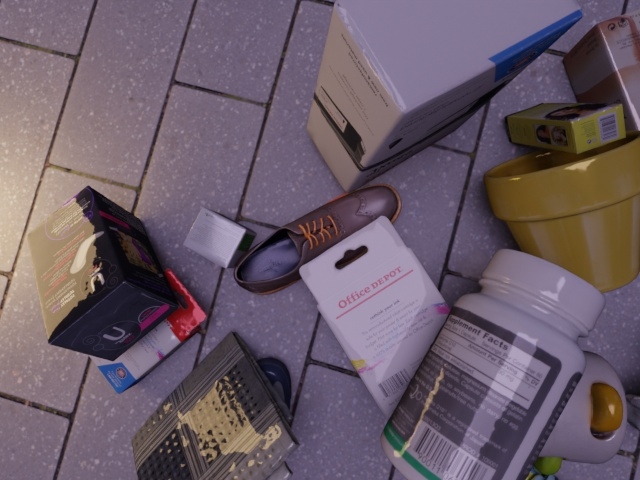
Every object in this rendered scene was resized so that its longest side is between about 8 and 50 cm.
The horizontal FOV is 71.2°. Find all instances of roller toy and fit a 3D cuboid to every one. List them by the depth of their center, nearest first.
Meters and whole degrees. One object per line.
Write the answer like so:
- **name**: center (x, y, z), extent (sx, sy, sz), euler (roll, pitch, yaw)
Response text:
- **roller toy**: center (0.430, 0.284, 0.789), extent (0.146, 0.191, 0.209), euler (6, 123, 3)

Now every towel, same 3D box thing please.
- **towel**: center (-0.201, 0.370, 0.812), extent (0.324, 0.056, 0.312), euler (-47, 40, 0)

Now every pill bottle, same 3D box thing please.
- **pill bottle**: center (0.263, 0.209, 0.684), extent (0.204, 0.204, 0.361), euler (31, 86, 5)

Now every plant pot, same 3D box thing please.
- **plant pot**: center (0.450, -0.041, 0.797), extent (0.254, 0.254, 0.239), euler (-19, 99, 2)

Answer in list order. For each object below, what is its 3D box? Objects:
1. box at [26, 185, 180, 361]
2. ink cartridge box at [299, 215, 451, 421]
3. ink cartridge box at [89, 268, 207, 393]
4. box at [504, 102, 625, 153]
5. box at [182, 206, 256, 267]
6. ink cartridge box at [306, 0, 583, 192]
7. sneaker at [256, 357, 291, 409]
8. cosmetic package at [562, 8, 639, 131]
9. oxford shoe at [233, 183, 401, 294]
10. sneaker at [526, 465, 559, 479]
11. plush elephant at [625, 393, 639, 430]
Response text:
- **box**: center (-0.406, 0.057, 0.828), extent (0.165, 0.143, 0.270), euler (-39, 55, 2)
- **ink cartridge box**: center (0.132, 0.153, 0.853), extent (0.207, 0.119, 0.353), euler (-32, 86, 0)
- **ink cartridge box**: center (-0.342, 0.176, 0.902), extent (0.231, 0.078, 0.134), euler (-40, 85, 0)
- **box**: center (0.426, -0.207, 0.802), extent (0.087, 0.232, 0.058), euler (-19, 107, 1)
- **box**: center (-0.198, -0.003, 0.893), extent (0.102, 0.101, 0.087), euler (28, 89, 5)
- **ink cartridge box**: center (0.150, -0.253, 0.725), extent (0.285, 0.395, 0.166), euler (-30, 87, -9)
- **sneaker**: center (-0.134, 0.388, 0.848), extent (0.112, 0.131, 0.319), euler (15, 87, 4)
- **cosmetic package**: center (0.592, -0.257, 0.839), extent (0.129, 0.153, 0.296), euler (-18, 84, 4)
- **oxford shoe**: center (0.000, 0.000, 0.864), extent (0.364, 0.133, 0.130), euler (-32, 83, 0)
- **sneaker**: center (0.457, 0.483, 0.810), extent (0.319, 0.127, 0.208), euler (-14, 87, 2)
- **plush elephant**: center (0.698, 0.289, 0.762), extent (0.330, 0.255, 0.272), euler (-10, 40, -28)
